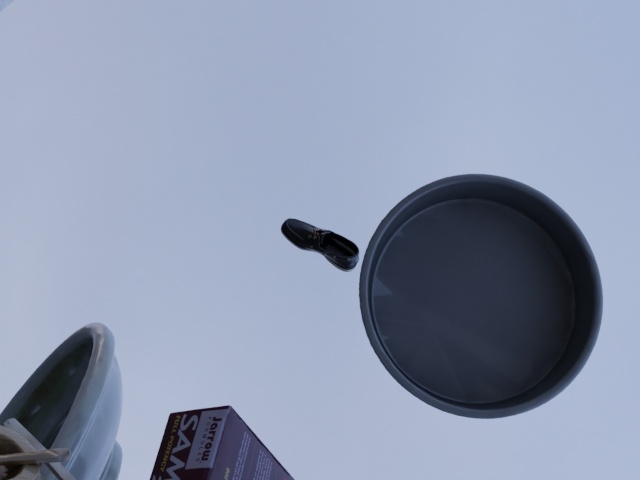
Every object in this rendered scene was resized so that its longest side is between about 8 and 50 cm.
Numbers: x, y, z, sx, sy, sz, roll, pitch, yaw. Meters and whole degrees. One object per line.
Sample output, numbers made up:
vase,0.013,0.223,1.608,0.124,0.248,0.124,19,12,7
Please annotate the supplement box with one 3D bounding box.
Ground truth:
supplement box,-0.069,0.275,1.275,0.239,0.073,0.130,56,35,-39

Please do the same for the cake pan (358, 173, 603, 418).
cake pan,0.188,0.068,1.626,0.054,0.293,0.293,115,-32,-76

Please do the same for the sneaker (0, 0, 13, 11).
sneaker,-0.331,-0.363,1.426,0.293,0.108,0.169,-62,180,-13

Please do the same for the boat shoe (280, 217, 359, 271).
boat shoe,0.001,-0.001,2.088,0.133,0.049,0.042,29,-37,11

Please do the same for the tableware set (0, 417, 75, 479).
tableware set,-0.274,0.125,0.988,0.194,0.128,0.039,37,-60,26

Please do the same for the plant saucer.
plant saucer,-0.304,0.275,1.402,0.400,0.100,0.400,-48,-163,20
